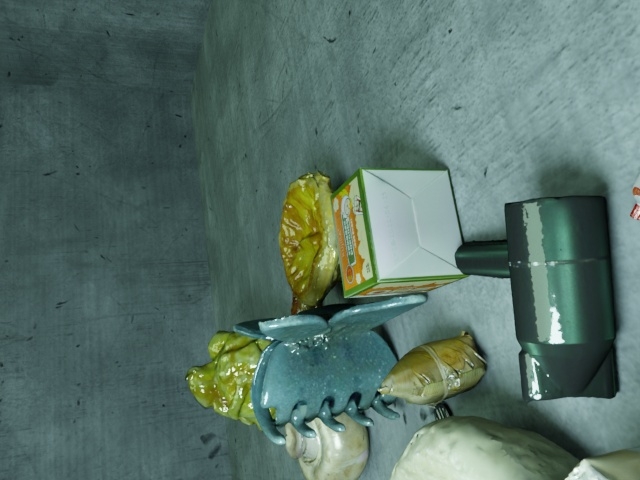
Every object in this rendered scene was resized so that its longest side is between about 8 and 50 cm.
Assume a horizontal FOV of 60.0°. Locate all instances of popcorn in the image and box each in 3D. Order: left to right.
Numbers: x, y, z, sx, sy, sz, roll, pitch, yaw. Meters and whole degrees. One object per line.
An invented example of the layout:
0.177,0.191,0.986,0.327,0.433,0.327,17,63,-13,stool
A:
-0.175,0.376,1.562,0.279,0.335,0.274,-32,42,32,popcorn

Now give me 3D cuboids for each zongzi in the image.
0.150,0.234,0.915,0.099,0.197,0.194,66,154,22,zongzi

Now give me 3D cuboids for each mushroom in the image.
0.013,0.467,1.302,0.254,0.184,0.255,-13,74,54,mushroom

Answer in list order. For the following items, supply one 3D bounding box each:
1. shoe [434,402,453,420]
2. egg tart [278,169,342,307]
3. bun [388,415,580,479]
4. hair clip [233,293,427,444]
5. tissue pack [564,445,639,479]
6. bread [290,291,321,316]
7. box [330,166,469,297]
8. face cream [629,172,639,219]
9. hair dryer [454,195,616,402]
0.217,0.361,0.955,0.062,0.053,0.159,120,144,-47,shoe
0.000,0.001,1.346,0.341,0.132,0.342,177,90,-67,egg tart
0.232,0.419,0.715,0.359,0.210,0.360,-32,53,53,bun
0.010,0.252,1.121,0.392,0.318,0.239,159,104,-65,hair clip
0.302,0.260,0.508,0.090,0.222,0.186,-114,30,-48,tissue pack
-0.050,0.152,1.560,0.139,0.077,0.271,-146,54,-67,bread
0.130,-0.010,0.963,0.148,0.177,0.195,141,123,-64,box
0.360,-0.060,0.599,0.040,0.021,0.083,-121,35,-51,face cream
0.270,0.073,0.758,0.302,0.116,0.245,176,92,-79,hair dryer
